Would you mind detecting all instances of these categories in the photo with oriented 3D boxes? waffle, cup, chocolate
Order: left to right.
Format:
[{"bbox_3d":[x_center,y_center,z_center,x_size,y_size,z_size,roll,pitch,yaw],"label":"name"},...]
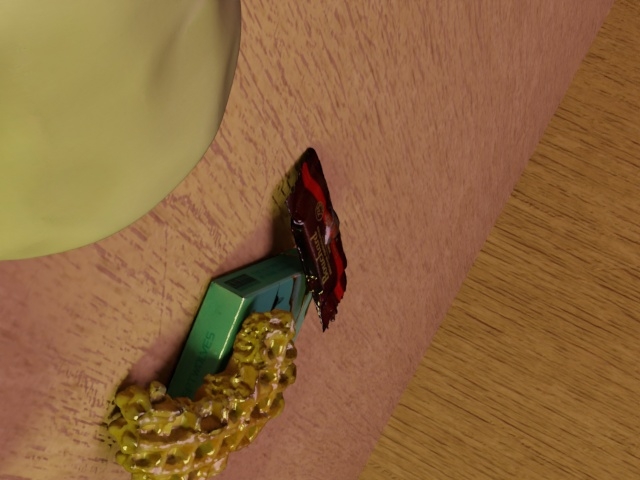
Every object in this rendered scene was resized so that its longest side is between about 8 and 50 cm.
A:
[{"bbox_3d":[-0.095,-0.136,0.430,0.255,0.173,0.202,-58,167,-17],"label":"cup"},{"bbox_3d":[-0.090,0.139,1.106,0.194,0.051,0.149,-37,144,-25],"label":"waffle"},{"bbox_3d":[0.000,0.000,1.246,0.086,0.028,0.182,-64,153,-43],"label":"chocolate"}]

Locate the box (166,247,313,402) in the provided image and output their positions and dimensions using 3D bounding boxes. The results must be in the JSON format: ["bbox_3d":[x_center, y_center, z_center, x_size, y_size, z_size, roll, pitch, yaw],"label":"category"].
[{"bbox_3d":[-0.073,0.097,1.242,0.162,0.041,0.229,-67,166,16],"label":"box"}]
